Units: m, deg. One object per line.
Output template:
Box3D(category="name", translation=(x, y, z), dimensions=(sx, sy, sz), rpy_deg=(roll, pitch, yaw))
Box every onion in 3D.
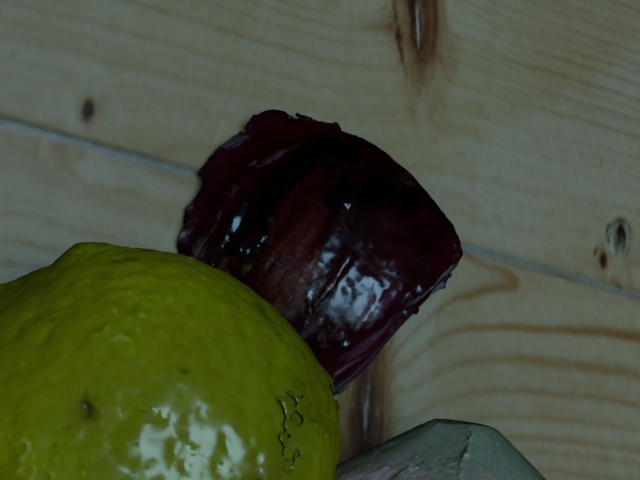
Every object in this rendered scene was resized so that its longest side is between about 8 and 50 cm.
Box3D(category="onion", translation=(0.000, 0.000, 1.379), dimensions=(0.280, 0.146, 0.314), rpy_deg=(47, 66, -6))

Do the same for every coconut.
Box3D(category="coconut", translation=(0.111, 0.320, 1.279), dimensions=(0.297, 0.297, 0.309), rpy_deg=(20, 68, -22))

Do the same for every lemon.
Box3D(category="lemon", translation=(-0.168, 0.176, 1.142), dimensions=(0.387, 0.350, 0.349), rpy_deg=(29, 66, 0))
